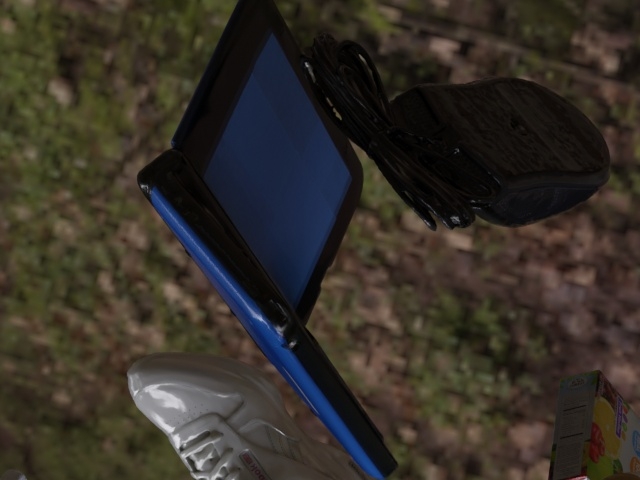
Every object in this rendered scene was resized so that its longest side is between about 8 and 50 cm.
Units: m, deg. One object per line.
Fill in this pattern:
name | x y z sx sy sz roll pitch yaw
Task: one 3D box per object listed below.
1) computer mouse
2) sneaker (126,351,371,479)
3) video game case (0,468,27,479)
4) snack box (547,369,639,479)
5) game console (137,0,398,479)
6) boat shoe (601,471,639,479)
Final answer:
computer mouse | 0.108 -0.065 1.343 0.272 0.072 0.188 -2 -133 -47
sneaker | -0.069 0.225 1.786 0.305 0.152 0.114 39 132 -17
video game case | -0.309 0.349 1.716 0.023 0.201 0.183 8 137 28
snack box | 0.224 0.178 1.358 0.037 0.100 0.141 -18 130 33
game console | 0.000 0.000 1.374 0.250 0.173 0.293 47 174 35
boat shoe | 0.228 0.221 1.203 0.096 0.098 0.277 -4 153 -2
